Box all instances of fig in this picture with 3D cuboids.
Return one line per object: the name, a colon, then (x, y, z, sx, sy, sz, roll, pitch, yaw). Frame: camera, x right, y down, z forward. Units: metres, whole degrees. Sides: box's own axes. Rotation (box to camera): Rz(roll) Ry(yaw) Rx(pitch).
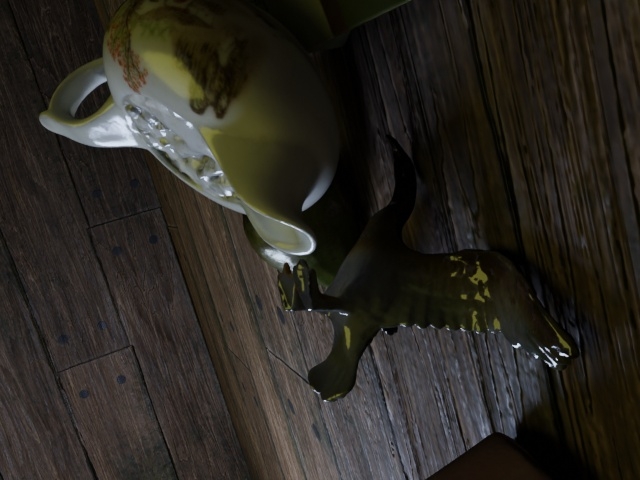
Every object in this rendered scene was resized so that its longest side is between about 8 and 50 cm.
fig: (-0.015, 0.003, 0.583, 0.133, 0.127, 0.184, -6, 99, 56)

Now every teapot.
teapot: (-0.093, -0.097, 0.436, 0.298, 0.139, 0.204, 25, 159, 32)

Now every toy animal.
toy animal: (0.050, 0.019, 0.424, 0.272, 0.160, 0.197, -4, 103, 62)

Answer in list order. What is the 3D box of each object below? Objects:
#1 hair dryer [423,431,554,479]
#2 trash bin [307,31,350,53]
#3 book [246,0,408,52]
hair dryer: (0.095, 0.303, 0.490, 0.125, 0.210, 0.352, 54, 169, 27)
trash bin: (0.002, -0.198, 0.443, 0.043, 0.061, 0.092, 67, 158, 9)
book: (-0.051, -0.229, 0.397, 0.289, 0.026, 0.201, 7, 125, 58)
